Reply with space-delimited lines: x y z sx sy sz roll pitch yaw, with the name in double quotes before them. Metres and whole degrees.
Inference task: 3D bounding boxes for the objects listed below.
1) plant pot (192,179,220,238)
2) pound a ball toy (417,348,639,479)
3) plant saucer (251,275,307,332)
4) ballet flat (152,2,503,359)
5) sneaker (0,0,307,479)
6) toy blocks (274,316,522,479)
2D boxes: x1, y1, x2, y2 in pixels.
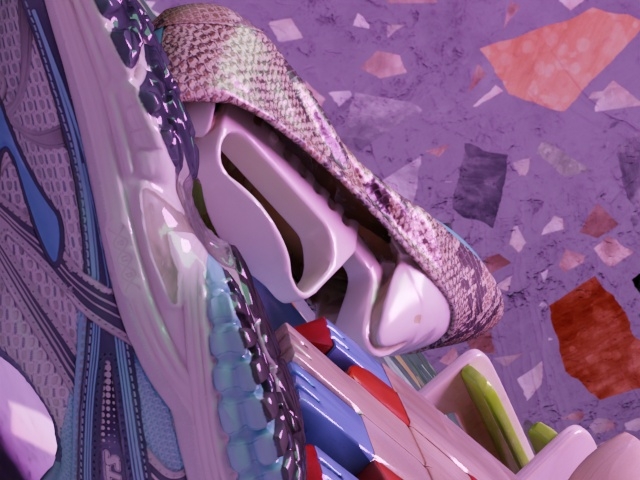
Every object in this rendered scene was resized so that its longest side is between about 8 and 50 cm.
"plant pot" -0.100 -0.026 1.221 0.083 0.083 0.079 51 16 -28
"pound a ball toy" 0.169 0.234 0.978 0.208 0.136 0.319 37 -17 45
"plant saucer" -0.001 0.146 1.095 0.317 0.044 0.317 53 5 -6
"ballet flat" 0.000 0.000 1.142 0.483 0.164 0.182 46 35 -31
"sneaker" -0.105 -0.016 0.475 0.110 0.122 0.283 27 42 -89
"toy blocks" 0.033 0.159 0.671 0.261 0.191 0.381 41 8 -16
